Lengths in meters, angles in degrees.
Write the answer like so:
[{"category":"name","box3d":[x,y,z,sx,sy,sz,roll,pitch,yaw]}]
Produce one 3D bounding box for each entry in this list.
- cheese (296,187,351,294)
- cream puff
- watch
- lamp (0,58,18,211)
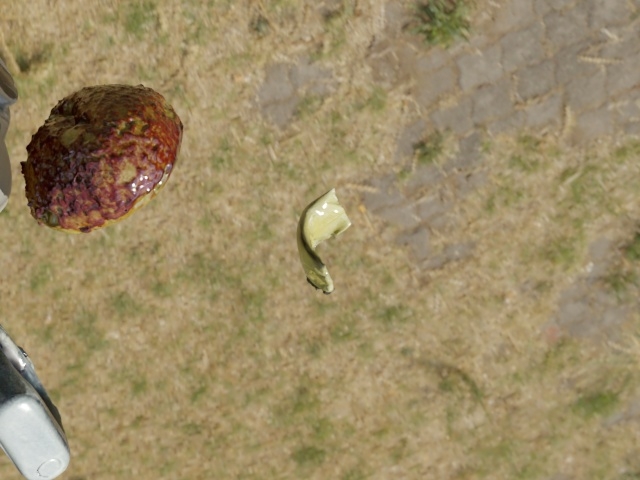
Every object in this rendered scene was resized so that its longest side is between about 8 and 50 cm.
[{"category":"cheese","box3d":[-0.001,-0.001,0.921,0.041,0.084,0.060,7,156,17]},{"category":"cream puff","box3d":[-0.184,-0.073,0.826,0.149,0.149,0.084,-31,123,7]},{"category":"watch","box3d":[-0.348,0.160,1.126,0.068,0.193,0.206,-31,137,-13]},{"category":"lamp","box3d":[-0.329,-0.095,0.828,0.107,0.246,0.179,-18,123,11]}]
